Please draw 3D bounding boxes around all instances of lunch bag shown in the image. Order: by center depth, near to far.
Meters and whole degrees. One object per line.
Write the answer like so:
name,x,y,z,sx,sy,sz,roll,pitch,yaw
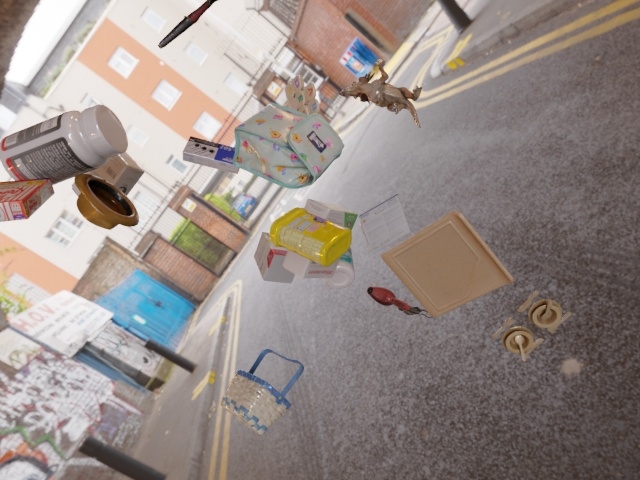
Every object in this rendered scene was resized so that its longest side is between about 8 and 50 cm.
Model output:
lunch bag,-0.083,-0.268,1.162,0.223,0.262,0.160,-55,-18,-47

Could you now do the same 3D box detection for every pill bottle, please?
pill bottle,-0.692,-0.257,1.117,0.283,0.161,0.161,-18,19,6
pill bottle,0.080,0.092,1.929,0.146,0.146,0.264,-47,26,27

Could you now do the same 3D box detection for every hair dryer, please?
hair dryer,0.345,0.269,1.855,0.223,0.293,0.080,134,156,-78

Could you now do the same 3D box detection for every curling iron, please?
curling iron,-0.405,-0.696,1.266,0.274,0.035,0.068,-44,6,-4

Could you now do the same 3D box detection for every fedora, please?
fedora,-0.593,-0.093,1.109,0.079,0.194,0.194,-43,14,10

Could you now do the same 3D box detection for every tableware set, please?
tableware set,0.596,0.249,1.144,0.194,0.128,0.039,-56,7,21

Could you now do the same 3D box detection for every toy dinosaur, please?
toy dinosaur,0.226,-0.494,1.393,0.127,0.295,0.200,-61,8,5

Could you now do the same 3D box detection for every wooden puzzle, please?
wooden puzzle,0.299,0.062,0.985,0.238,0.221,0.044,-35,12,37

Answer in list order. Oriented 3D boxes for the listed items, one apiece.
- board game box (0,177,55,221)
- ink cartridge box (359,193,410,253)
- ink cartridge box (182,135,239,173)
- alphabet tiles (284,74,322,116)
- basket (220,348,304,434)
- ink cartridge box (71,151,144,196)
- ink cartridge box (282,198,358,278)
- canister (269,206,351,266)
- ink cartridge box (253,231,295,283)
board game box,-0.716,-0.091,0.924,0.193,0.146,0.045,-126,31,-61
ink cartridge box,0.299,-0.082,1.935,0.223,0.224,0.045,-29,28,-10
ink cartridge box,-0.395,-0.317,1.514,0.046,0.207,0.097,112,168,-49
alphabet tiles,-0.076,-0.478,1.580,0.021,0.284,0.278,-15,4,-28
basket,-0.221,0.562,1.567,0.254,0.201,0.289,3,50,50
ink cartridge box,-0.762,-0.219,1.461,0.218,0.158,0.092,-49,-18,7
ink cartridge box,0.000,0.000,1.219,0.160,0.092,0.220,4,-70,-53
canister,-0.023,-0.010,1.009,0.126,0.169,0.073,-37,-42,-39
ink cartridge box,-0.176,0.067,1.641,0.128,0.127,0.176,-66,33,23
